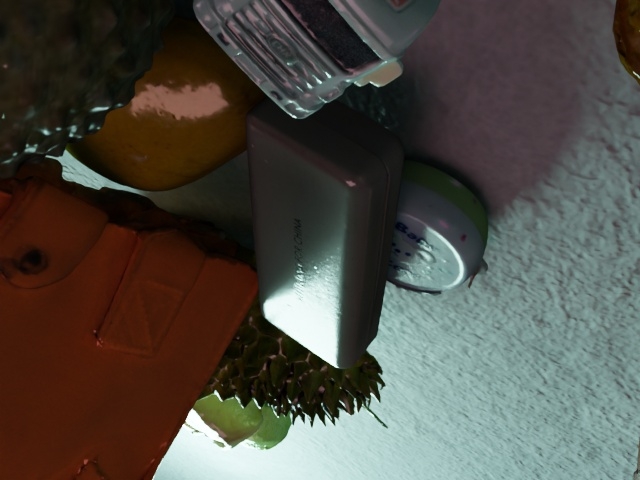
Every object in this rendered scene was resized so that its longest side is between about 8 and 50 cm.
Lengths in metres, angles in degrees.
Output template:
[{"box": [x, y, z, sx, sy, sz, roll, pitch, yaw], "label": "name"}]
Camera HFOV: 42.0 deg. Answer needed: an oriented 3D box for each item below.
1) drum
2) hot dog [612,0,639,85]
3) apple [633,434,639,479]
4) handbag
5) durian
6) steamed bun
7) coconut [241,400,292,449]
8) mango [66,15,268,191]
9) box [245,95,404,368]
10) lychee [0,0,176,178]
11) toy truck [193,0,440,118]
[{"box": [0.031, 0.001, 0.696, 0.130, 0.049, 0.253, 40, 151, -22], "label": "drum"}, {"box": [0.187, -0.126, 0.364, 0.099, 0.065, 0.147, 19, 138, 14], "label": "hot dog"}, {"box": [0.342, 0.175, 0.530, 0.251, 0.206, 0.272, 37, -174, -45], "label": "apple"}, {"box": [-0.267, 0.072, 0.615, 0.410, 0.303, 0.116, 19, -164, -44], "label": "handbag"}, {"box": [-0.091, 0.072, 0.845, 0.355, 0.157, 0.169, 26, -173, 24], "label": "durian"}, {"box": [-0.160, 0.157, 1.031, 0.231, 0.110, 0.212, 43, 158, 8], "label": "steamed bun"}, {"box": [-0.076, 0.223, 1.085, 0.088, 0.096, 0.088, 11, 178, 0], "label": "coconut"}, {"box": [-0.113, -0.101, 0.610, 0.195, 0.098, 0.137, -2, 136, 30], "label": "mango"}, {"box": [0.000, 0.000, 0.612, 0.103, 0.055, 0.244, 32, 149, 21], "label": "box"}, {"box": [-0.196, -0.158, 0.427, 0.255, 0.255, 0.274, 25, 138, 3], "label": "lychee"}, {"box": [0.030, -0.143, 0.352, 0.115, 0.178, 0.080, -15, 131, 47], "label": "toy truck"}]
